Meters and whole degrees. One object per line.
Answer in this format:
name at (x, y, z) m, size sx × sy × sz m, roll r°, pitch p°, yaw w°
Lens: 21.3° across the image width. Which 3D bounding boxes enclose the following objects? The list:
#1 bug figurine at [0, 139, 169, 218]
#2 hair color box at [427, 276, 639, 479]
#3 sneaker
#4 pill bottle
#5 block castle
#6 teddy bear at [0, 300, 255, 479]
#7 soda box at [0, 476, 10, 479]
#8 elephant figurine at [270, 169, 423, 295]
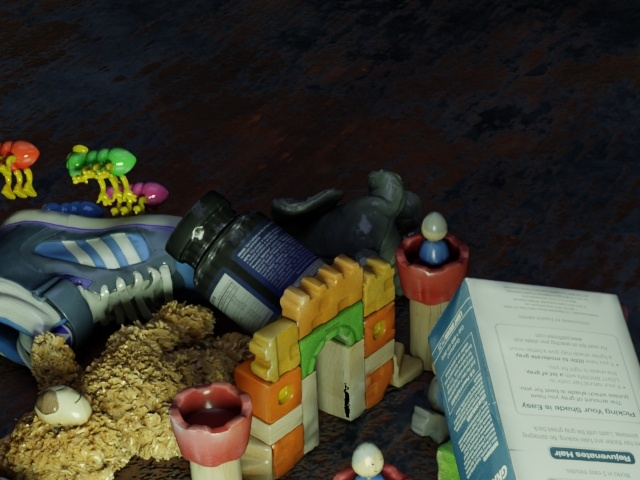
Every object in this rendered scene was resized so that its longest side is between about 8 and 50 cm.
bug figurine at (-0.308, -0.067, 2.131) m, size 0.216 × 0.279 × 0.072 m, roll -2°, pitch 68°, yaw 17°
hair color box at (0.222, 0.206, 1.569) m, size 0.174 × 0.105 × 0.347 m, roll 7°, pitch 48°, yaw -20°
sneaker at (-0.264, 0.083, 2.052) m, size 0.323 × 0.130 × 0.236 m, roll 7°, pitch 45°, yaw 3°
pill bottle at (-0.070, 0.043, 2.000) m, size 0.219 × 0.123 × 0.123 m, roll 39°, pitch 43°, yaw 6°
block castle at (0.087, 0.160, 1.799) m, size 0.303 × 0.213 × 0.453 m, roll 23°, pitch 40°, yaw 35°
teddy bear at (-0.208, 0.163, 1.886) m, size 0.338 × 0.113 × 0.245 m, roll -17°, pitch 48°, yaw -30°
soda box at (-0.355, 0.346, 1.641) m, size 0.083 × 0.092 × 0.263 m, roll 14°, pitch 36°, yaw 29°
elephant figurine at (0.000, 0.000, 2.149) m, size 0.239 × 0.186 × 0.169 m, roll 1°, pitch 69°, yaw 26°
